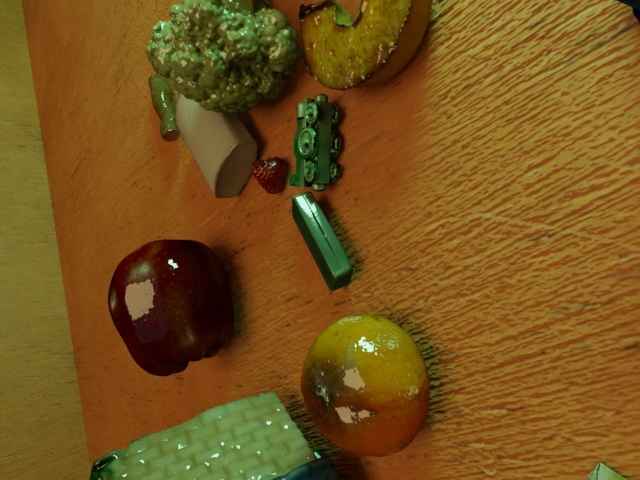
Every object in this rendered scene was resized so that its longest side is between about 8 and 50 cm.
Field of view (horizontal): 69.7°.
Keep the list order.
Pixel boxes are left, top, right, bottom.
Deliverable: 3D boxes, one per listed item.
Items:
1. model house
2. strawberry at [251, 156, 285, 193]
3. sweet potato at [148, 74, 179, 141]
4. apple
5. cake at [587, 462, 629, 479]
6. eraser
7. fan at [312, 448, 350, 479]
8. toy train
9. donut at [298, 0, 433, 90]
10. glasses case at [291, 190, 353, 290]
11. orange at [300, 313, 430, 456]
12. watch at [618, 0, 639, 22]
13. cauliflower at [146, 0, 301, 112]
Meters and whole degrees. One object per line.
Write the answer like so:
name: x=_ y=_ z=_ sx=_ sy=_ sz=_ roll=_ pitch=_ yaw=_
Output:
model house: x=-0.163 y=0.604 z=0.828 sx=0.400 sy=0.395 sz=0.445 roll=32 pitch=125 yaw=48
strawberry: x=-0.106 y=-0.138 z=0.973 sx=0.073 sy=0.073 sz=0.083 roll=0 pitch=106 yaw=47
sweet potato: x=-0.452 y=-0.401 z=1.322 sx=0.059 sy=0.067 sz=0.281 roll=-24 pitch=66 yaw=6
apple: x=-0.360 y=0.154 z=1.116 sx=0.288 sy=0.288 sz=0.317 roll=-32 pitch=78 yaw=43
cake: x=0.370 y=0.315 z=0.529 sx=0.121 sy=0.065 sz=0.052 roll=22 pitch=110 yaw=20
eraser: x=-0.255 y=-0.254 z=1.098 sx=0.270 sy=0.095 sz=0.174 roll=58 pitch=136 yaw=28
fan: x=0.027 y=0.474 z=0.894 sx=0.155 sy=0.039 sz=0.082 roll=47 pitch=125 yaw=34
toy train: x=-0.013 y=-0.182 z=0.869 sx=0.104 sy=0.071 sz=0.178 roll=13 pitch=104 yaw=56
donut: x=0.063 y=-0.319 z=0.752 sx=0.259 sy=0.101 sz=0.152 roll=12 pitch=102 yaw=45
glasses case: x=0.000 y=0.000 z=0.864 sx=0.184 sy=0.039 sz=0.078 roll=62 pitch=164 yaw=23
orange: x=0.068 y=0.233 z=0.739 sx=0.224 sy=0.170 sz=0.224 roll=5 pitch=97 yaw=48
watch: x=0.336 y=-0.265 z=0.400 sx=0.196 sy=0.200 sz=0.171 roll=27 pitch=115 yaw=38
cauliflower: x=-0.196 y=-0.401 z=0.905 sx=0.327 sy=0.260 sz=0.281 roll=-6 pitch=92 yaw=12
